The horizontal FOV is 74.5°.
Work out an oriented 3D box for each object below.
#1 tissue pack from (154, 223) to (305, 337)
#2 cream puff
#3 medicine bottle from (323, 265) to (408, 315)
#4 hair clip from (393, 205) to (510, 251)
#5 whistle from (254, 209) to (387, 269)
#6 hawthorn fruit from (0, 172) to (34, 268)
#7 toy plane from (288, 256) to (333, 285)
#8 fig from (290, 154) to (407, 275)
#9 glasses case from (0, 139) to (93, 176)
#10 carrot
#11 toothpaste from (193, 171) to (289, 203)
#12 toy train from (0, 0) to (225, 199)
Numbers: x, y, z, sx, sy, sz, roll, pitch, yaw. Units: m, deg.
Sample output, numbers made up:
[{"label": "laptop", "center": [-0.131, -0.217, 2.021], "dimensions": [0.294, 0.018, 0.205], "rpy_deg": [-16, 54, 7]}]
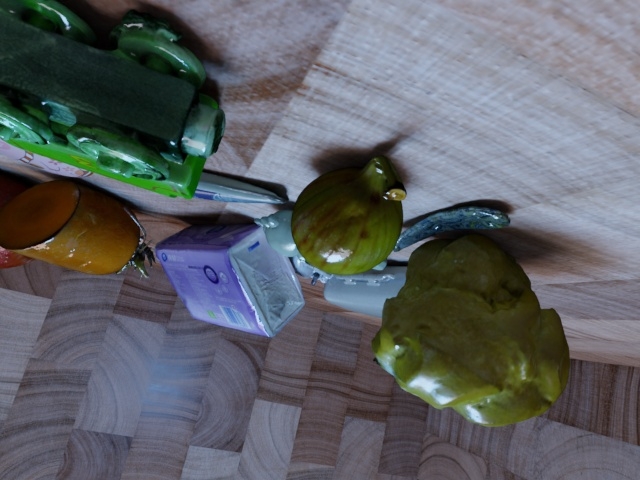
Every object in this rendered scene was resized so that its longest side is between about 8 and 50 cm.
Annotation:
[{"label": "tissue pack", "center": [-0.232, 0.085, 1.046], "dimensions": [0.338, 0.160, 0.242], "rpy_deg": [2, 121, 43]}, {"label": "cream puff", "center": [0.259, 0.134, 0.675], "dimensions": [0.323, 0.270, 0.274], "rpy_deg": [12, -171, -41]}, {"label": "medicine bottle", "center": [0.195, 0.147, 1.118], "dimensions": [0.282, 0.123, 0.375], "rpy_deg": [21, 164, -35]}, {"label": "hair clip", "center": [0.185, -0.019, 0.643], "dimensions": [0.066, 0.036, 0.229], "rpy_deg": [15, 161, -27]}, {"label": "whistle", "center": [-0.001, 0.001, 0.767], "dimensions": [0.253, 0.106, 0.102], "rpy_deg": [20, -163, 3]}, {"label": "hawthorn fruit", "center": [-0.789, -0.030, 1.066], "dimensions": [0.300, 0.254, 0.254], "rpy_deg": [28, 164, -10]}, {"label": "toy plane", "center": [-0.045, 0.053, 1.068], "dimensions": [0.174, 0.080, 0.174], "rpy_deg": [30, 169, 7]}, {"label": "fig", "center": [0.036, -0.041, 0.531], "dimensions": [0.142, 0.148, 0.186], "rpy_deg": [24, 130, 14]}, {"label": "glasses case", "center": [-0.463, -0.164, 0.612], "dimensions": [0.103, 0.067, 0.266], "rpy_deg": [0, 162, 38]}, {"label": "carrot", "center": [-0.544, -0.022, 1.009], "dimensions": [0.193, 0.214, 0.331], "rpy_deg": [50, -176, 33]}, {"label": "toothpaste", "center": [-0.187, -0.090, 0.704], "dimensions": [0.268, 0.047, 0.069], "rpy_deg": [10, 154, 1]}, {"label": "toy train", "center": [-0.214, -0.126, 0.407], "dimensions": [0.243, 0.133, 0.188], "rpy_deg": [18, 171, -8]}]
